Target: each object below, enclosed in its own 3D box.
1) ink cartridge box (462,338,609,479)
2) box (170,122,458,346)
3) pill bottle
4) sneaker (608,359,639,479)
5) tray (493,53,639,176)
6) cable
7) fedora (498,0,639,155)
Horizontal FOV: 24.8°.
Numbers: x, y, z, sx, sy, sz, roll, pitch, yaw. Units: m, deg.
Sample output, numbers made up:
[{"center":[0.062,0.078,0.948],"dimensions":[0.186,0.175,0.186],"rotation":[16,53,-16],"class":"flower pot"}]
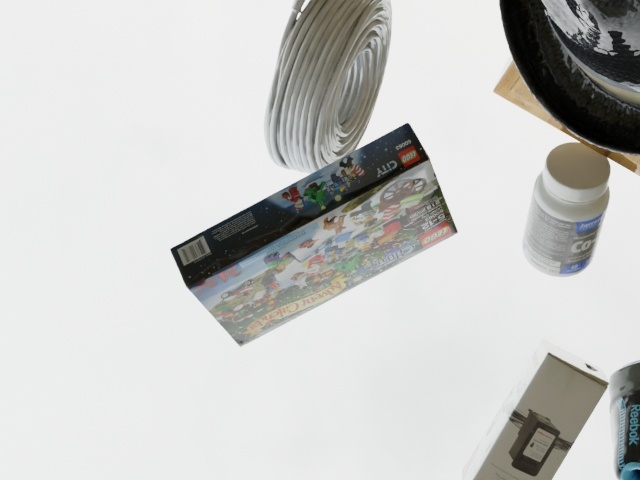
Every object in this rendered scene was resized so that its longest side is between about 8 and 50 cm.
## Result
[{"center":[0.190,0.169,1.301],"dimensions":[0.063,0.109,0.150],"rotation":[30,-85,3],"class":"ink cartridge box"},{"center":[0.000,0.000,1.295],"dimensions":[0.044,0.233,0.159],"rotation":[63,-177,27],"class":"box"},{"center":[0.252,-0.032,1.486],"dimensions":[0.078,0.137,0.078],"rotation":[1,-128,-1],"class":"pill bottle"},{"center":[0.381,0.276,1.496],"dimensions":[0.341,0.125,0.139],"rotation":[50,-141,-29],"class":"sneaker"},{"center":[0.331,-0.223,1.284],"dimensions":[0.203,0.411,0.076],"rotation":[29,-128,-1],"class":"tray"},{"center":[0.015,-0.206,1.850],"dimensions":[0.257,0.089,0.257],"rotation":[2,-72,-74],"class":"cable"},{"center":[0.223,-0.232,1.005],"dimensions":[0.152,0.334,0.334],"rotation":[21,-121,-49],"class":"fedora"}]
